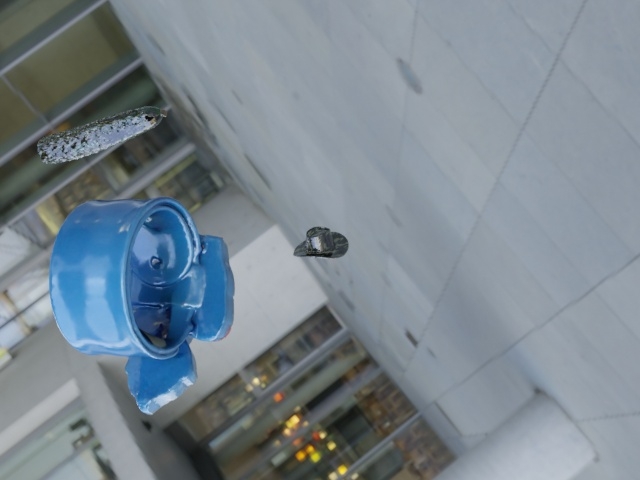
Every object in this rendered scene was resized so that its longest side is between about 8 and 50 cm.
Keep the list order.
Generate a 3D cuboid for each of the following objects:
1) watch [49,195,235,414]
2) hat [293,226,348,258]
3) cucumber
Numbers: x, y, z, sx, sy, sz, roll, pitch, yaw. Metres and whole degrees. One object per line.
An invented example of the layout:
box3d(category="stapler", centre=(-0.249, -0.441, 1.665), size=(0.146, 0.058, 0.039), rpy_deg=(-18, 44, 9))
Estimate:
box3d(category="watch", centre=(-0.283, 0.094, 1.334), size=(0.274, 0.241, 0.305), rpy_deg=(45, -134, -63))
box3d(category="hat", centre=(0.000, 0.000, 1.834), size=(0.121, 0.121, 0.050), rpy_deg=(-136, 34, -56))
box3d(category="cucumber", centre=(-0.441, -0.216, 1.812), size=(0.067, 0.293, 0.068), rpy_deg=(-13, -90, -68))
